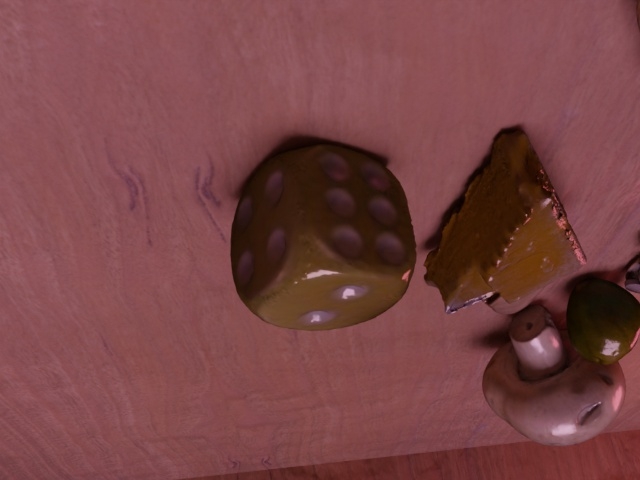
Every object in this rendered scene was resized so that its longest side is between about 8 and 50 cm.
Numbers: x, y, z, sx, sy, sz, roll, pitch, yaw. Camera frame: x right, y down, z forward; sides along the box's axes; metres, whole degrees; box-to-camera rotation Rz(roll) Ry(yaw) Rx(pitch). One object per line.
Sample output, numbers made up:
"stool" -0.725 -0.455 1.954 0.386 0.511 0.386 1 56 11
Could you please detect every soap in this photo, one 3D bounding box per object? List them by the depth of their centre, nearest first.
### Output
"soap" 0.281 -0.012 1.373 0.304 0.169 0.339 -28 146 16

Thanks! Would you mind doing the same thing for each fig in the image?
"fig" 0.653 0.181 1.792 0.181 0.191 0.181 -31 -176 3

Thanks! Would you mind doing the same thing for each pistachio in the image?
"pistachio" 0.403 0.071 1.600 0.152 0.126 0.223 -30 161 -34

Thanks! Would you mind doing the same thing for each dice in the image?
"dice" 0.000 0.000 1.253 0.227 0.238 0.233 11 146 -32

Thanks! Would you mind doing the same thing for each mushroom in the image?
"mushroom" 0.573 0.361 1.974 0.353 0.353 0.325 17 128 -37

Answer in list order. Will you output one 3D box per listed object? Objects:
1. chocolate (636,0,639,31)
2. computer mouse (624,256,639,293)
"chocolate" 0.494 -0.256 1.019 0.134 0.134 0.309 -22 146 25
"computer mouse" 0.812 0.076 1.741 0.237 0.082 0.145 -1 152 -13
